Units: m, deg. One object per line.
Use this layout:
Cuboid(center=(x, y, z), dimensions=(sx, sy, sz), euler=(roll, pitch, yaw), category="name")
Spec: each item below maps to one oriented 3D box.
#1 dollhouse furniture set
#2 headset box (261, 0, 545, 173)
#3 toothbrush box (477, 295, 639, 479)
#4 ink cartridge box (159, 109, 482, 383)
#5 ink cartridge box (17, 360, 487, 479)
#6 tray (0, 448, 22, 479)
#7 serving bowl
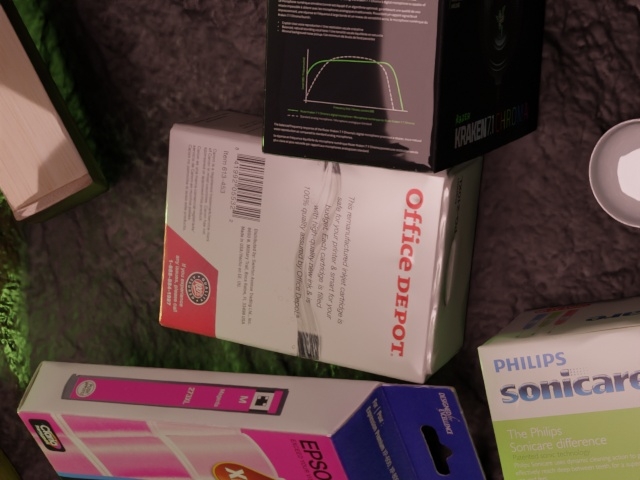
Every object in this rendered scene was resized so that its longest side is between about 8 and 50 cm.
Cuboid(center=(-0.413, -0.068, 1.345), dimensions=(0.394, 0.362, 0.256), euler=(-27, 91, -2), category="dollhouse furniture set")
Cuboid(center=(0.071, -0.208, 1.155), dimensions=(0.131, 0.246, 0.283), euler=(8, 103, 22), category="headset box")
Cuboid(center=(0.257, 0.188, 1.226), dimensions=(0.206, 0.122, 0.283), euler=(-10, 98, 25), category="toothbrush box")
Cuboid(center=(0.000, 0.000, 1.309), dimensions=(0.237, 0.100, 0.171), euler=(11, 106, 21), category="ink cartridge box")
Cuboid(center=(-0.052, 0.182, 1.347), dimensions=(0.371, 0.069, 0.175), euler=(0, 137, 22), category="ink cartridge box")
Cuboid(center=(-0.451, 0.329, 1.590), dimensions=(0.411, 0.076, 0.202), euler=(-38, 85, 24), category="tray")
Cuboid(center=(0.247, -0.052, 1.231), dimensions=(0.083, 0.027, 0.083), euler=(5, 103, 23), category="serving bowl")
